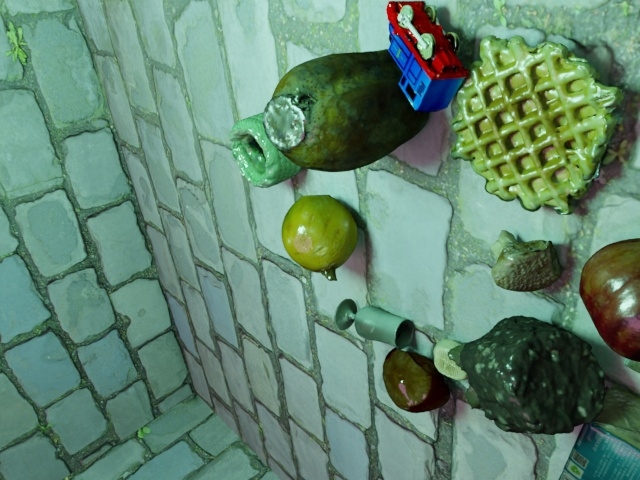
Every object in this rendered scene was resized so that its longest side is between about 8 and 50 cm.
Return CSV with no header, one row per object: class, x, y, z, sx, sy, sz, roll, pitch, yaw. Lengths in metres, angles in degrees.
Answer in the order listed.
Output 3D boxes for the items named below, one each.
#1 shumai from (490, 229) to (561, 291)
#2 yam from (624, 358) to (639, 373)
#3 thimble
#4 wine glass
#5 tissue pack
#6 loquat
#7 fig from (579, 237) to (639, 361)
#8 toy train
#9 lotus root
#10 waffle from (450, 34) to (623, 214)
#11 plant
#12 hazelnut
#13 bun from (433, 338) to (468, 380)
shumai,0.399,0.032,1.022,0.116,0.146,0.145,-98,13,-45
yam,0.626,0.223,0.883,0.179,0.078,0.078,25,133,42
thimble,-0.156,-0.266,1.485,0.219,0.150,0.218,32,137,35
wine glass,0.156,0.245,1.498,0.231,0.103,0.103,13,124,44
tissue pack,0.612,0.454,1.021,0.192,0.134,0.270,31,137,36
loquat,0.000,0.000,1.408,0.213,0.214,0.245,-42,57,56
fig,0.541,0.068,0.790,0.187,0.203,0.249,26,132,-14
toy train,0.190,-0.356,0.969,0.131,0.083,0.203,111,142,-54
lotus root,0.047,-0.262,1.059,0.251,0.346,0.250,23,124,40
waffle,0.368,-0.203,0.912,0.297,0.073,0.316,36,142,31
plant,0.413,0.281,1.084,0.215,0.213,0.312,63,169,6
hazelnut,0.260,0.385,1.428,0.201,0.161,0.170,-113,16,-44
bun,0.348,0.304,1.317,0.115,0.069,0.115,31,138,34
